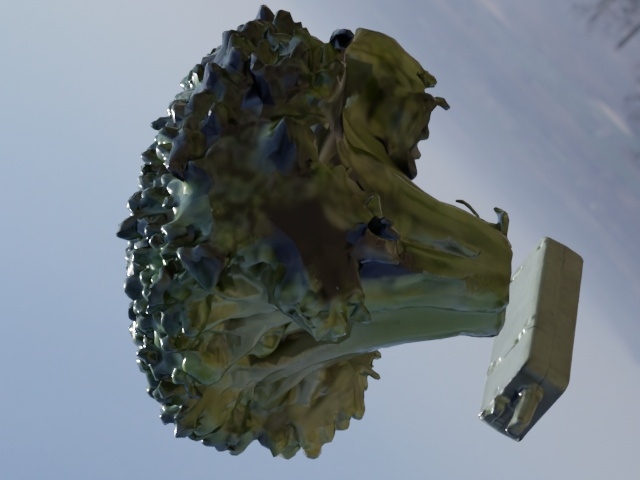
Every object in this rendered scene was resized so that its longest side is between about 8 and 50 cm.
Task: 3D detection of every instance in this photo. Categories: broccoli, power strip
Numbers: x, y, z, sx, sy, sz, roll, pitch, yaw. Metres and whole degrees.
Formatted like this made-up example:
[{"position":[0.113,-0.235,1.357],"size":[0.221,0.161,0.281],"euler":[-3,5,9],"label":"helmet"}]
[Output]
[{"position":[-0.001,0.011,1.270],"size":[0.281,0.348,0.293],"euler":[4,-166,0],"label":"broccoli"},{"position":[0.203,0.106,1.687],"size":[0.053,0.093,0.288],"euler":[31,-146,-8],"label":"power strip"}]
